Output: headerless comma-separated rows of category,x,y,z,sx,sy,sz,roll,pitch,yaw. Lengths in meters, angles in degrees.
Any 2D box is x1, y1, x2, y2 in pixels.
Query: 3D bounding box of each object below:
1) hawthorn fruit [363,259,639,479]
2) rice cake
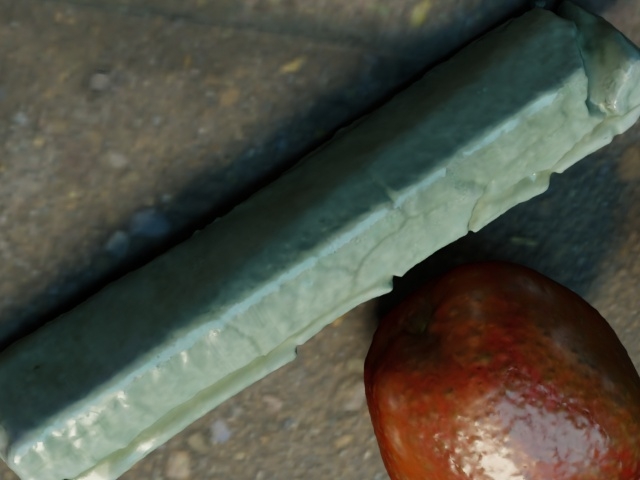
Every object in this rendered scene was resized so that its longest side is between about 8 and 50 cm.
hawthorn fruit,0.084,0.075,0.794,0.133,0.133,0.138,-37,115,-2
rice cake,0.000,0.000,0.732,0.336,0.066,0.063,-34,140,-4
